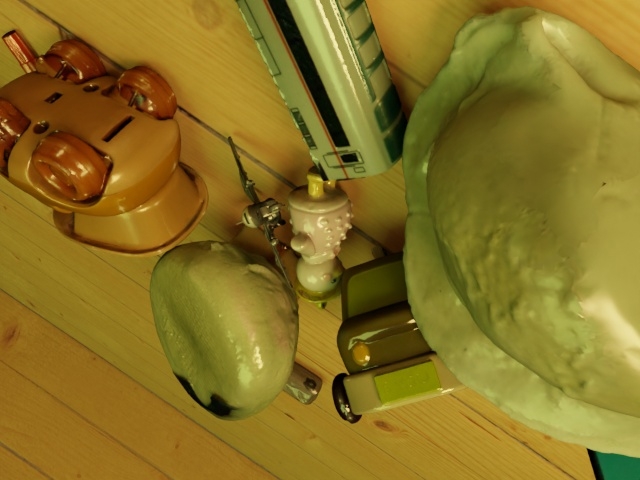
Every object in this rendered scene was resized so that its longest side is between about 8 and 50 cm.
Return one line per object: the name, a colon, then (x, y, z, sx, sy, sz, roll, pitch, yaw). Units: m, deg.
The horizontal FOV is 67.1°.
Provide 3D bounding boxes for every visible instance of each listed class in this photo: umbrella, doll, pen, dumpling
umbrella: (-0.150, 0.276, 1.145, 0.338, 0.067, 0.073, 30, -172, 6)
doll: (0.000, 0.000, 0.618, 0.081, 0.129, 0.207, 12, 119, 23)
pen: (-0.432, -0.225, 0.797, 0.028, 0.028, 0.239, 9, 139, 33)
dumpling: (0.178, -0.001, 0.368, 0.270, 0.320, 0.212, -9, 158, 21)

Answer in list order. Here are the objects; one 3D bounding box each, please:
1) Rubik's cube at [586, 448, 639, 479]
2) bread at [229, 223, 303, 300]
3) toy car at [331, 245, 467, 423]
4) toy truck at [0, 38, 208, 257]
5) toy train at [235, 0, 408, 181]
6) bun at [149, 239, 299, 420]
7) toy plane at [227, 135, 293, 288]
Rubik's cube: (0.323, 0.161, 0.533, 0.285, 0.249, 0.234, 16, 162, 18)
bread: (-0.145, 0.111, 0.854, 0.168, 0.163, 0.264, 36, 146, 0)
toy car: (0.107, 0.103, 0.612, 0.204, 0.198, 0.248, -20, 165, 14)
toy truck: (-0.310, -0.122, 0.667, 0.288, 0.204, 0.211, 22, 147, 15)
toy train: (-0.028, -0.235, 0.392, 0.088, 0.086, 0.406, 3, 135, 39)
bun: (-0.129, 0.121, 0.737, 0.283, 0.179, 0.283, 20, 119, 42)
toy plane: (-0.079, -0.034, 0.624, 0.226, 0.058, 0.225, -177, 65, -78)
